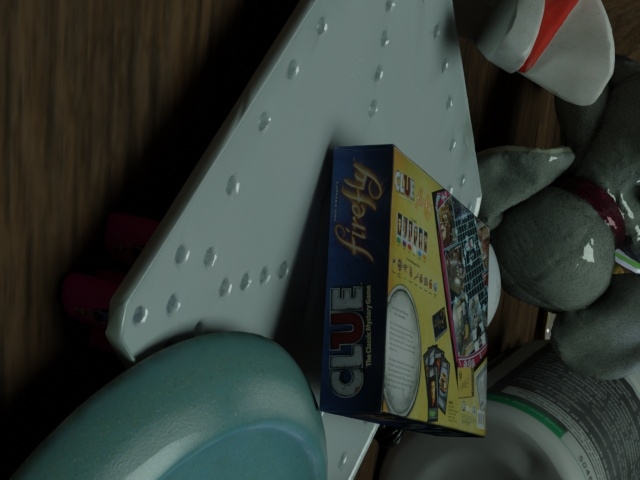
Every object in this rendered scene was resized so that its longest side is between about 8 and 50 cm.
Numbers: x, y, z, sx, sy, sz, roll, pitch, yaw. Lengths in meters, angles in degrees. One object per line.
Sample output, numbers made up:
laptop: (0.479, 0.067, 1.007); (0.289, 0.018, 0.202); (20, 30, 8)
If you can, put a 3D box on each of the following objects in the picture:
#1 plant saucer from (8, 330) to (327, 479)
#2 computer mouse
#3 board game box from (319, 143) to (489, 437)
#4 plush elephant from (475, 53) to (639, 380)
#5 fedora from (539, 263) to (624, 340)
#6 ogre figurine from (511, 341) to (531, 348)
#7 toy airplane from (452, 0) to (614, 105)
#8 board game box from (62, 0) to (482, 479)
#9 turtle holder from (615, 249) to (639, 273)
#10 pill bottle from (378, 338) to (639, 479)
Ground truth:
plant saucer: (-0.091, 0.202, 0.715); (0.317, 0.043, 0.318); (-38, 143, -37)
computer mouse: (0.109, 0.089, 1.101); (0.106, 0.042, 0.193); (-32, 153, -59)
board game box: (0.065, 0.045, 0.874); (0.243, 0.042, 0.165); (30, 61, -65)
plush elephant: (0.248, -0.027, 1.199); (0.272, 0.255, 0.330); (58, -2, -8)
fedora: (0.343, 0.082, 1.646); (0.194, 0.079, 0.194); (-45, 143, -49)
ogre figurine: (0.284, 0.187, 1.549); (0.197, 0.096, 0.118); (-1, 111, -61)
toy airplane: (0.242, -0.282, 0.949); (0.384, 0.272, 0.386); (108, -11, -62)
board game box: (0.000, 0.000, 0.869); (0.390, 0.050, 0.390); (-61, 153, -28)
turtle holder: (0.436, -0.089, 1.567); (0.320, 0.227, 0.243); (-56, 149, -38)
pill bottle: (0.216, 0.215, 1.283); (0.361, 0.204, 0.204); (-20, 121, -61)
